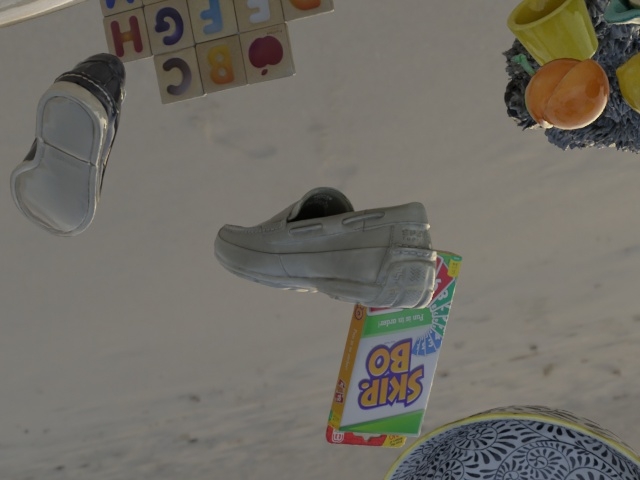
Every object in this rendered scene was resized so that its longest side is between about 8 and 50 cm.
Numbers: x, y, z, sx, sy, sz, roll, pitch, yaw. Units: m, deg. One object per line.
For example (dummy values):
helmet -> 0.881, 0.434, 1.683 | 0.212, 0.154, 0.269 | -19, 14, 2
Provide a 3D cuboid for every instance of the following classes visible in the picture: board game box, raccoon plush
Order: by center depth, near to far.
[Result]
raccoon plush -> 0.414, -0.218, 1.264 | 0.446, 0.216, 0.299 | 17, 168, -5
board game box -> 0.089, 0.134, 1.358 | 0.124, 0.259, 0.039 | 10, -171, -30

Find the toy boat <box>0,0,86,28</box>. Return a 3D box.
toy boat -> -0.159, -0.223, 0.592 | 0.267, 0.148, 0.318 | 23, -140, 39

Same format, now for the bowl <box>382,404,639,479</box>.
bowl -> 0.120, 0.153, 0.606 | 0.170, 0.170, 0.080 | -17, -167, 24

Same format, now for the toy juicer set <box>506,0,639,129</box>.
toy juicer set -> 0.289, -0.191, 0.842 | 0.329, 0.089, 0.209 | -21, -150, 30

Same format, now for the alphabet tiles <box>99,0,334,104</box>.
alphabet tiles -> -0.135, -0.335, 1.219 | 0.285, 0.342, 0.011 | -8, -175, 24

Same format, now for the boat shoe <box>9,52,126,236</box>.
boat shoe -> -0.193, -0.071, 0.872 | 0.075, 0.065, 0.206 | 31, 145, -4

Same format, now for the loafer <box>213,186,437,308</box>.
loafer -> 0.000, 0.000, 1.143 | 0.112, 0.111, 0.319 | 6, -179, -42
